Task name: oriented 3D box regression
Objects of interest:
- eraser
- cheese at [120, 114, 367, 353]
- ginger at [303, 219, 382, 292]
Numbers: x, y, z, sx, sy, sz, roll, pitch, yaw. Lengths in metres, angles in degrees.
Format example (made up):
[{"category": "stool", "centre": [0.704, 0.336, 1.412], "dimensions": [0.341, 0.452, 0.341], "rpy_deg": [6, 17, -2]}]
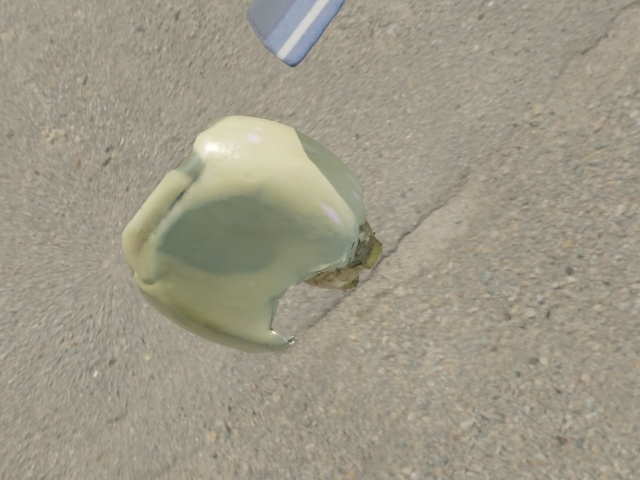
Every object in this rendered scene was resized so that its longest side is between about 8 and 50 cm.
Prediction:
[{"category": "eraser", "centre": [-0.032, -0.236, 0.831], "dimensions": [0.036, 0.225, 0.082], "rpy_deg": [33, 103, -21]}, {"category": "cheese", "centre": [-0.084, -0.005, 0.904], "dimensions": [0.233, 0.127, 0.266], "rpy_deg": [36, 117, -20]}, {"category": "ginger", "centre": [0.000, 0.000, 1.042], "dimensions": [0.157, 0.216, 0.102], "rpy_deg": [36, 68, -5]}]
